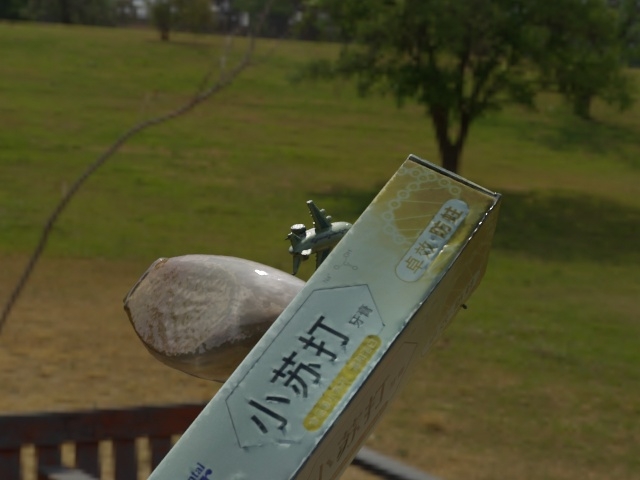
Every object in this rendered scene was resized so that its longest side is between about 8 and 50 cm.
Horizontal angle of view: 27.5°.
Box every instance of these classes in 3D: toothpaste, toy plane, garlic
[{"bbox_3d":[-0.009,0.085,0.691,0.071,0.089,0.313,28,56,18],"label":"toothpaste"},{"bbox_3d":[-0.002,0.000,1.135,0.033,0.080,0.083,10,24,38],"label":"toy plane"},{"bbox_3d":[-0.116,0.088,1.456,0.318,0.143,0.112,13,-18,44],"label":"garlic"}]
